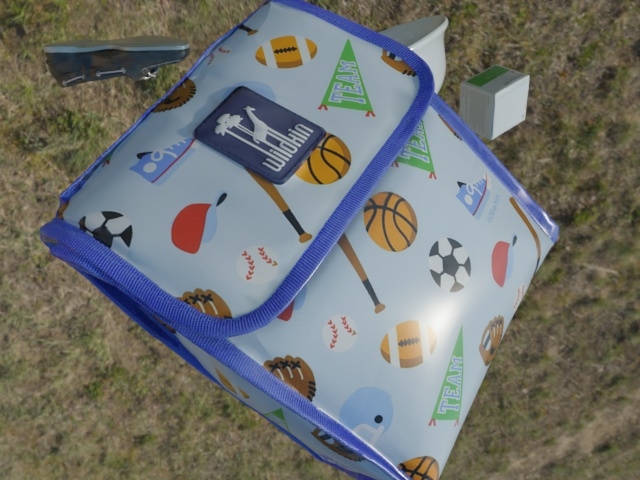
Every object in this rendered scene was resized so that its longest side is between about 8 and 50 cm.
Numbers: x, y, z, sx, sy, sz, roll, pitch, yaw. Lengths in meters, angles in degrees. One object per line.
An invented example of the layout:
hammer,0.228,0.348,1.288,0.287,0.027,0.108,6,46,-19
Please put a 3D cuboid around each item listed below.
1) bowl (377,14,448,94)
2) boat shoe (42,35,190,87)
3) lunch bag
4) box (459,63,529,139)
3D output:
bowl,0.065,-0.216,0.833,0.298,0.298,0.134,-23,114,3
boat shoe,-0.425,-0.376,1.173,0.335,0.112,0.095,4,122,13
lunch bag,0.000,0.000,0.525,0.385,0.239,0.328,43,65,-16
box,0.336,-0.270,1.072,0.101,0.087,0.102,-31,136,-21
